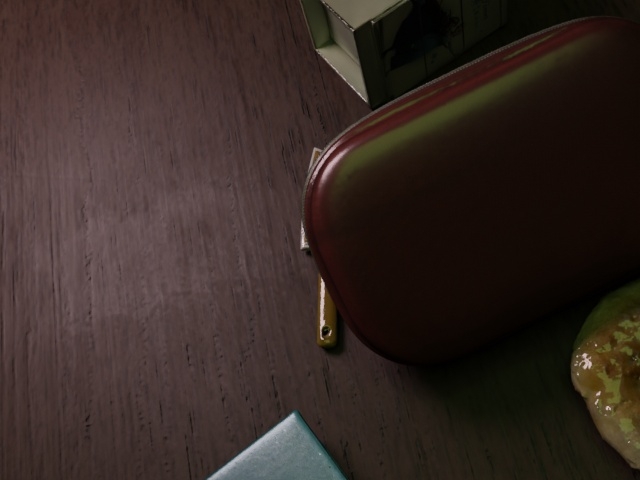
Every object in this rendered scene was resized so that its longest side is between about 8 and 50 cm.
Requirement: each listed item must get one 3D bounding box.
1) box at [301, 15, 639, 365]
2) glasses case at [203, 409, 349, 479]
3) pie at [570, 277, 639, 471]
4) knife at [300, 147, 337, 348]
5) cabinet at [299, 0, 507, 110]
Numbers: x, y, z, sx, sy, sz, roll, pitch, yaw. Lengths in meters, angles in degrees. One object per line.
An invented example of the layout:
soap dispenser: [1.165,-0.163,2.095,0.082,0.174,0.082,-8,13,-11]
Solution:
box: [0.184,-0.047,0.792,0.404,0.108,0.263,-25,95,0]
glasses case: [-0.104,0.299,0.752,0.301,0.070,0.117,-37,55,-6]
pie: [0.330,0.120,0.756,0.185,0.052,0.218,5,62,21]
knife: [0.000,0.000,0.910,0.046,0.022,0.256,-7,61,14]
cabinet: [0.099,-0.291,0.971,0.206,0.145,0.150,-35,61,-7]
